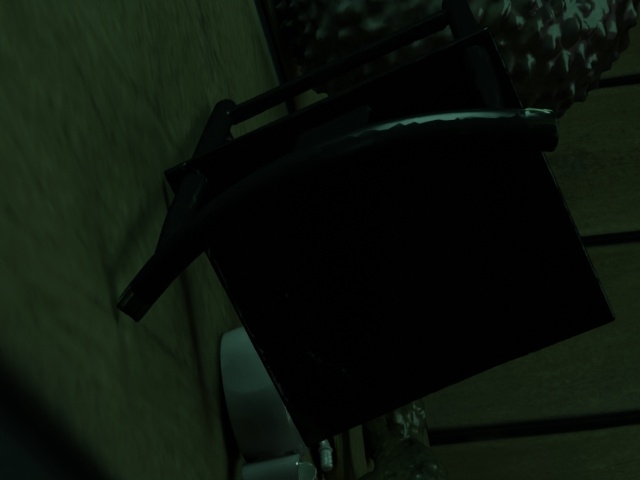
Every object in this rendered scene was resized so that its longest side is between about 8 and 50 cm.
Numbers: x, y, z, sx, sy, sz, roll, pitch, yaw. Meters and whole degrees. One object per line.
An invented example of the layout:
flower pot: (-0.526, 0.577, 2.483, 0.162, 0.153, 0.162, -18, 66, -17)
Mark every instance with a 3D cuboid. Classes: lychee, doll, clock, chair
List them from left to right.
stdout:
clock: (-0.019, 0.103, 0.655, 0.087, 0.041, 0.129, 69, 11, -57)
doll: (0.057, 0.136, 1.218, 0.202, 0.091, 0.285, 130, -41, -72)
chair: (0.029, -0.005, 0.583, 0.141, 0.155, 0.260, 63, 10, -15)
lychee: (0.091, -0.206, 1.047, 0.300, 0.300, 0.300, -7, 90, -85)

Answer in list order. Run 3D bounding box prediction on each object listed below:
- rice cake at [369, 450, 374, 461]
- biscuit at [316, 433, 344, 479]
rice cake: (0.052, 0.086, 1.420, 0.081, 0.051, 0.290, -17, 101, -50)
biscuit: (0.001, 0.111, 0.971, 0.147, 0.018, 0.071, 76, 7, -46)
